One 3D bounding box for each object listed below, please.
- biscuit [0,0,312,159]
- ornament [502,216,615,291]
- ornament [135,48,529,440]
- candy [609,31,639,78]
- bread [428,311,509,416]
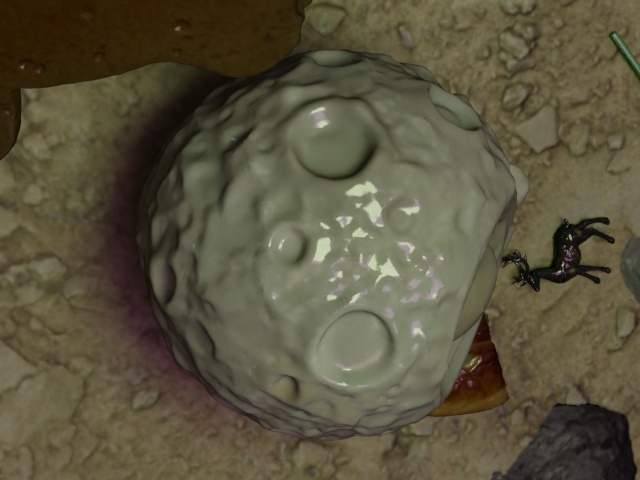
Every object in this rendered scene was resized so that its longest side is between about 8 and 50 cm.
[{"bbox_3d":[-0.242,-0.240,1.440,0.394,0.076,0.368,-17,130,15],"label":"biscuit"},{"bbox_3d":[0.237,0.014,1.842,0.125,0.028,0.073,-2,105,-25],"label":"ornament"},{"bbox_3d":[0.000,0.000,1.574,0.337,0.337,0.337,-6,106,-22],"label":"ornament"},{"bbox_3d":[0.346,-0.133,1.844,0.062,0.058,0.194,-43,108,-17],"label":"candy"},{"bbox_3d":[0.135,0.123,1.812,0.136,0.054,0.154,36,94,-26],"label":"bread"}]
